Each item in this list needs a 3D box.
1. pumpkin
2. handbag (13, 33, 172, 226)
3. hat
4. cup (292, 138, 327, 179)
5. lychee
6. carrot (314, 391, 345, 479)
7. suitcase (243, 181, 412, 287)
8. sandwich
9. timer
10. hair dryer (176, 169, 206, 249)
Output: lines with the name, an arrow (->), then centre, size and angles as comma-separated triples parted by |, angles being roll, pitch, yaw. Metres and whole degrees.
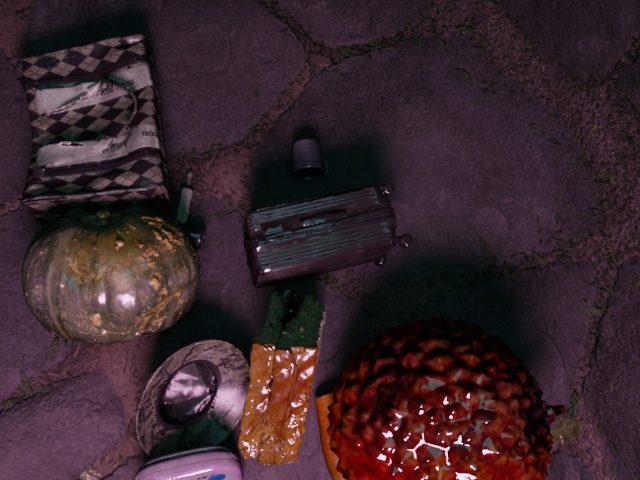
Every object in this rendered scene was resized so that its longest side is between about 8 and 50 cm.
pumpkin -> -0.413, 0.070, 1.143 | 0.327, 0.291, 0.258 | -2, 107, 4
handbag -> -0.516, -0.250, 1.269 | 0.316, 0.180, 0.416 | -8, 70, -8
hat -> -0.282, 0.311, 1.176 | 0.265, 0.128, 0.266 | -13, 113, -35
cup -> -0.024, -0.197, 1.387 | 0.100, 0.078, 0.077 | 11, 67, -41
lychee -> 0.258, 0.362, 1.115 | 0.499, 0.424, 0.425 | 4, 76, -9
carrot -> 0.037, 0.431, 1.230 | 0.087, 0.087, 0.194 | -15, 81, -12
suitcase -> 0.000, 0.000, 1.254 | 0.335, 0.229, 0.152 | -13, 78, -12
sandwich -> -0.069, 0.249, 1.155 | 0.131, 0.325, 0.262 | 10, 109, 3
timer -> -0.260, 0.480, 1.122 | 0.208, 0.191, 0.069 | -10, 49, -12
hair dryer -> -0.313, -0.077, 1.321 | 0.100, 0.057, 0.198 | 6, 70, -9
